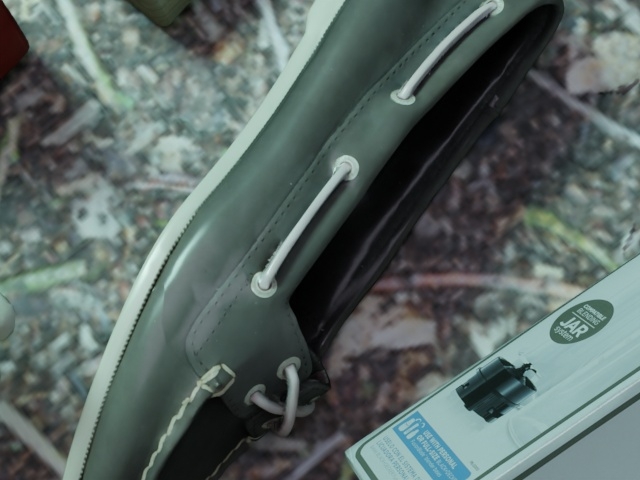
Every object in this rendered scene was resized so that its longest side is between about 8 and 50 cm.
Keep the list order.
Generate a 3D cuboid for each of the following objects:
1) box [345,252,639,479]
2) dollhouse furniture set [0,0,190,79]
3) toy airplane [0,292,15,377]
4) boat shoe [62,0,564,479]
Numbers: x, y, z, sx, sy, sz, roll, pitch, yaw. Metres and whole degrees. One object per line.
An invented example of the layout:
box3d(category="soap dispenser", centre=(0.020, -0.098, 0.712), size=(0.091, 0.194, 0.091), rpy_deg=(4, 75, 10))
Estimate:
box3d(category="box", centre=(0.178, 0.080, 0.592), size=(0.290, 0.087, 0.169), rpy_deg=(-32, 107, -5))
box3d(category="dollhouse furniture set", centre=(-0.091, -0.183, 0.665), size=(0.152, 0.201, 0.374), rpy_deg=(39, 81, 13))
box3d(category="toy airplane", centre=(-0.239, 0.172, 0.581), size=(0.386, 0.272, 0.384), rpy_deg=(-46, 60, 30))
box3d(category="boat shoe", centre=(0.000, 0.000, 0.655), size=(0.095, 0.112, 0.335), rpy_deg=(24, 75, 16))
